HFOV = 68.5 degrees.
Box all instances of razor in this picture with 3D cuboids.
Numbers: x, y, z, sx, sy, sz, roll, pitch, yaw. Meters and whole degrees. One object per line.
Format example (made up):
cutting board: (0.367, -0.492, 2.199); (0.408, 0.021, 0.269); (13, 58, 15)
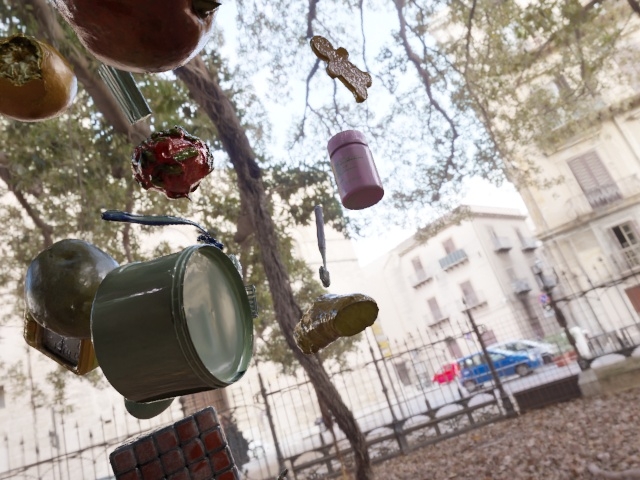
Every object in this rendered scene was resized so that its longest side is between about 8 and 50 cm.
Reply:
razor: (-0.387, -0.040, 1.174); (0.093, 0.056, 0.324); (20, 1, 39)

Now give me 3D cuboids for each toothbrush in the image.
toothbrush: (0.000, 0.000, 1.193); (0.024, 0.354, 0.029); (-25, -58, 13)

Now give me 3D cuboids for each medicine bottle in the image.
medicine bottle: (0.136, -0.282, 1.880); (0.178, 0.290, 0.178); (-12, -27, -6)

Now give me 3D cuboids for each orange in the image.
orange: (-0.514, -0.284, 0.822); (0.155, 0.154, 0.134); (-10, -41, -21)

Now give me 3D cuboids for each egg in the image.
egg: (-0.572, 0.502, 1.606); (0.169, 0.169, 0.236); (12, -67, -56)

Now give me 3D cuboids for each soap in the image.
soap: (-0.623, -0.478, 1.502); (0.063, 0.198, 0.115); (-36, 21, -28)

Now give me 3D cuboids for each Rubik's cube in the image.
Rubik's cube: (-0.318, 0.536, 1.080); (0.238, 0.238, 0.237); (-18, -13, -18)

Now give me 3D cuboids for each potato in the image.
potato: (-0.488, 0.096, 0.948); (0.160, 0.235, 0.178); (-41, -33, 19)

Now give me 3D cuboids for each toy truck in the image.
toy truck: (-0.230, 0.123, 1.221); (0.115, 0.177, 0.080); (-10, -20, -3)

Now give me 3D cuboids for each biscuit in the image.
biscuit: (0.060, -0.524, 1.423); (0.240, 0.158, 0.035); (39, -44, -16)

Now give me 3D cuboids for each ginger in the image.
ginger: (0.040, 0.234, 1.402); (0.126, 0.189, 0.354); (31, -35, -26)

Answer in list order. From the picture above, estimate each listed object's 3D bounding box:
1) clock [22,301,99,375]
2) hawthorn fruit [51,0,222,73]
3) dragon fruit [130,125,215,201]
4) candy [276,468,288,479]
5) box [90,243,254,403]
clock: (-0.580, 0.205, 1.085); (0.096, 0.202, 0.143); (-26, -44, -66)
hawthorn fruit: (-0.415, -0.607, 1.130); (0.403, 0.402, 0.403); (-16, -19, -6)
dragon fruit: (-0.537, -0.284, 1.732); (0.303, 0.237, 0.231); (-23, -29, -21)
candy: (-0.090, 0.568, 1.015); (0.043, 0.174, 0.045); (15, 18, 11)
box: (-0.220, 0.129, 0.745); (0.150, 0.226, 0.226); (-15, -18, 13)
